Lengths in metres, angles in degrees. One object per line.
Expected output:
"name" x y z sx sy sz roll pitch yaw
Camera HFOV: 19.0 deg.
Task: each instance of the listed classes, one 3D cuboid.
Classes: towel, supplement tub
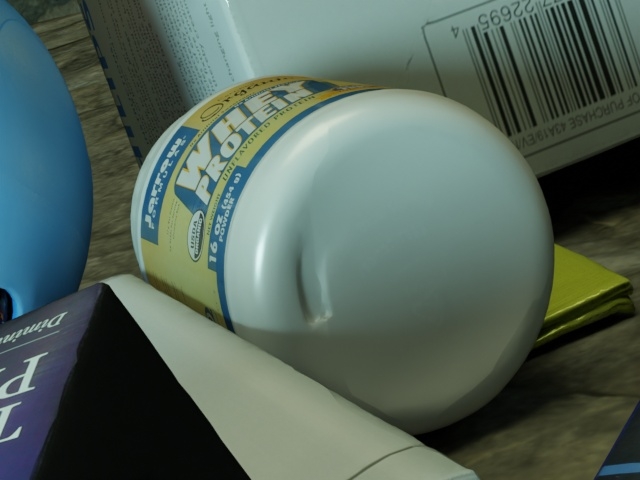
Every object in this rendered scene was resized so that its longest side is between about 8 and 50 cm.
"towel" 0.065 0.024 0.971 0.102 0.021 0.237 -26 17 -12
"supplement tub" 0.000 0.000 0.854 0.144 0.144 0.199 -22 15 -18

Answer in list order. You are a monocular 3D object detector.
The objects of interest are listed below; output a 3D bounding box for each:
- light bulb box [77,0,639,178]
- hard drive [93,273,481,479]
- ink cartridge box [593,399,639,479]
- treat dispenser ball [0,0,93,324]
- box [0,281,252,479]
"light bulb box" 0.063 -0.158 1.171 0.358 0.225 0.361 -21 9 -15
"hard drive" -0.105 0.117 0.680 0.233 0.047 0.353 -35 19 -13
"ink cartridge box" 0.173 0.086 0.534 0.332 0.065 0.165 -11 17 28
"treat dispenser ball" -0.260 -0.020 0.964 0.288 0.288 0.288 -16 15 4
"box" -0.152 0.139 0.470 0.261 0.103 0.184 -23 30 20
